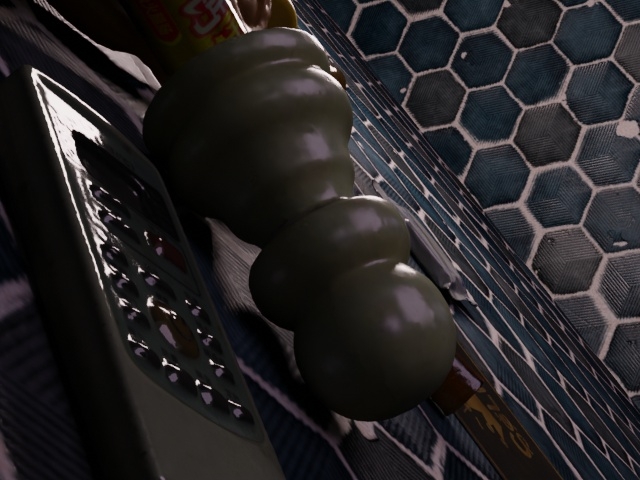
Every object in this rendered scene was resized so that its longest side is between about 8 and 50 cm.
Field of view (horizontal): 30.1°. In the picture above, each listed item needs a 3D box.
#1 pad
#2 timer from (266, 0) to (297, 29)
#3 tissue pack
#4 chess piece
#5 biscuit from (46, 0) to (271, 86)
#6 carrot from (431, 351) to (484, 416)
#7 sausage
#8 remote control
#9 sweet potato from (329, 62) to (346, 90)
[{"bbox_3d":[0.186,0.144,1.205,0.375,0.063,0.315,54,11,19],"label":"pad"},{"bbox_3d":[-0.077,-0.238,1.333,0.107,0.107,0.109,42,10,-37],"label":"timer"},{"bbox_3d":[0.136,0.006,1.566,0.193,0.026,0.122,54,11,19],"label":"tissue pack"},{"bbox_3d":[0.000,0.000,0.780,0.251,0.144,0.144,59,13,21],"label":"chess piece"},{"bbox_3d":[-0.135,-0.318,0.993,0.365,0.062,0.385,45,43,-50],"label":"biscuit"},{"bbox_3d":[0.082,0.085,1.030,0.139,0.048,0.048,50,11,8],"label":"carrot"},{"bbox_3d":[-0.088,-0.140,0.908,0.371,0.082,0.082,59,3,-41],"label":"sausage"},{"bbox_3d":[-0.083,0.031,0.561,0.123,0.038,0.285,40,15,-45],"label":"remote control"},{"bbox_3d":[-0.019,-0.205,1.532,0.108,0.079,0.346,36,9,-5],"label":"sweet potato"}]
